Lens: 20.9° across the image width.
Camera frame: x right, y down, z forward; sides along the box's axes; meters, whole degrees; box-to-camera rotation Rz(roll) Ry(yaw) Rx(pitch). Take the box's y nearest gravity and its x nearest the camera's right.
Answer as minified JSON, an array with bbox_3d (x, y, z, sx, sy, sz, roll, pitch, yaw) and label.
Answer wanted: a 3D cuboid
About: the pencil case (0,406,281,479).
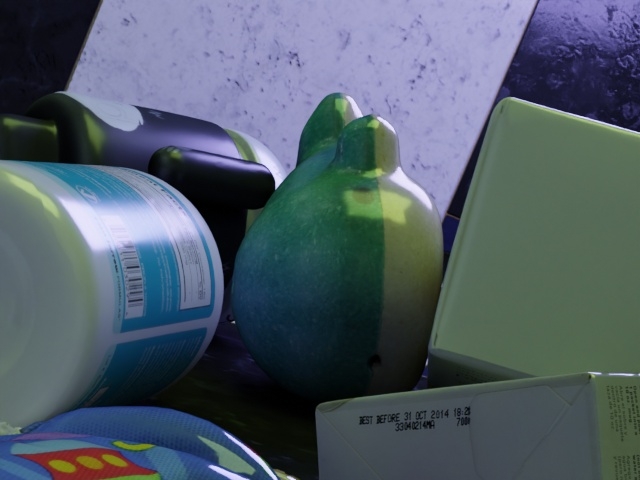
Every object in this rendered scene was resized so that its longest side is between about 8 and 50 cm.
[{"bbox_3d":[-0.122,0.099,0.427,0.133,0.119,0.306,48,21,25],"label":"pencil case"}]

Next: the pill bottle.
[{"bbox_3d":[-0.145,0.029,0.993,0.146,0.146,0.264,15,5,16],"label":"pill bottle"}]

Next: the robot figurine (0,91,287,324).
[{"bbox_3d":[-0.152,-0.019,1.379,0.278,0.174,0.209,10,17,-35],"label":"robot figurine"}]

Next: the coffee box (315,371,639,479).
[{"bbox_3d":[0.126,0.116,0.811,0.141,0.098,0.246,-9,-9,36],"label":"coffee box"}]

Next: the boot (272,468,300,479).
[{"bbox_3d":[-0.020,0.135,0.698,0.158,0.059,0.084,18,11,28],"label":"boot"}]

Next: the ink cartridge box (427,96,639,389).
[{"bbox_3d":[0.220,0.058,1.144,0.279,0.160,0.385,15,-8,6],"label":"ink cartridge box"}]

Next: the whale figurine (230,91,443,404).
[{"bbox_3d":[0.000,0.000,1.267,0.141,0.216,0.272,1,38,-11],"label":"whale figurine"}]
